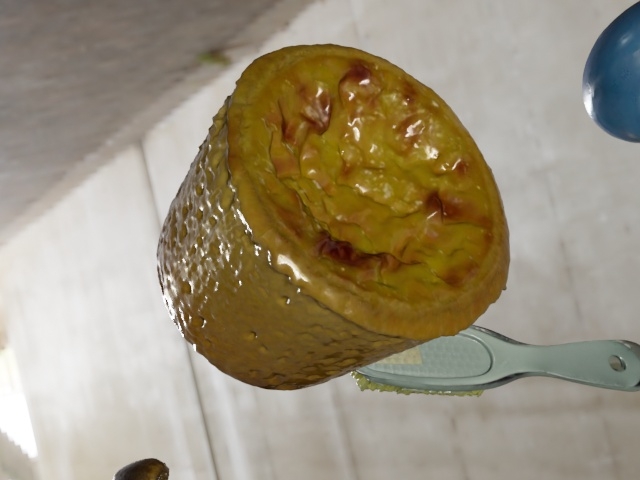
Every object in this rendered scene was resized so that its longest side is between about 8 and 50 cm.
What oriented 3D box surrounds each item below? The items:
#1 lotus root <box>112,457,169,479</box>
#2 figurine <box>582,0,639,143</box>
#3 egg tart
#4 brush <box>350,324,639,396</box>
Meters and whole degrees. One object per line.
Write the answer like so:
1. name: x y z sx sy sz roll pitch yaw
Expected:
1. lotus root: -0.172 0.224 1.550 0.030 0.037 0.083 34 150 -25
2. figurine: 0.248 -0.260 0.997 0.243 0.298 0.416 -25 135 -12
3. egg tart: 0.000 0.000 0.986 0.202 0.203 0.147 -11 156 -40
4. brush: 0.146 0.111 1.400 0.296 0.068 0.060 5 144 -19
